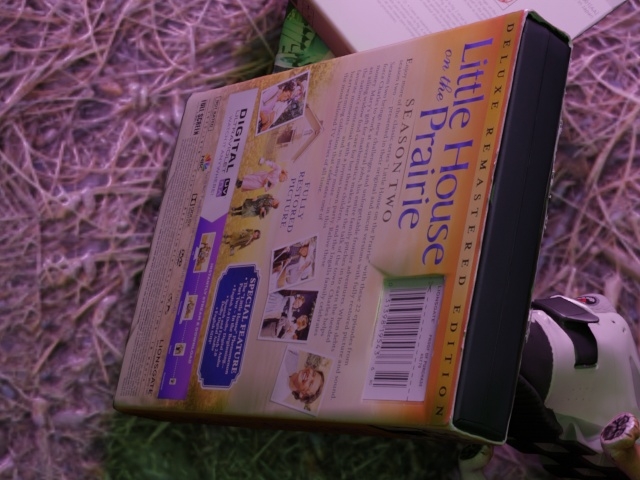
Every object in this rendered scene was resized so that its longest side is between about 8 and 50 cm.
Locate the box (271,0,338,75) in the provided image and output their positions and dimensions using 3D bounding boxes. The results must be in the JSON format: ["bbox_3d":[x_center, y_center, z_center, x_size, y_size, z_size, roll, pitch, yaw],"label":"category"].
[{"bbox_3d":[0.096,-0.268,1.289,0.232,0.058,0.322,11,75,0],"label":"box"}]

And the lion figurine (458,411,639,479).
[{"bbox_3d":[0.222,0.267,1.060,0.240,0.392,0.142,47,62,-17],"label":"lion figurine"}]

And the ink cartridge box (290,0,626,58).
[{"bbox_3d":[0.107,-0.248,1.227,0.239,0.060,0.275,-37,81,-11],"label":"ink cartridge box"}]

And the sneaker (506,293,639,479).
[{"bbox_3d":[0.184,0.096,1.118,0.330,0.122,0.146,36,64,-40],"label":"sneaker"}]

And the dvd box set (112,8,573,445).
[{"bbox_3d":[0.000,0.000,1.061,0.062,0.420,0.307,23,71,-37],"label":"dvd box set"}]
